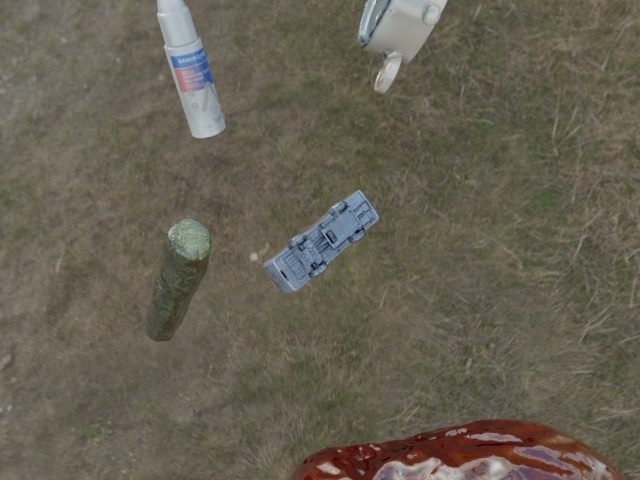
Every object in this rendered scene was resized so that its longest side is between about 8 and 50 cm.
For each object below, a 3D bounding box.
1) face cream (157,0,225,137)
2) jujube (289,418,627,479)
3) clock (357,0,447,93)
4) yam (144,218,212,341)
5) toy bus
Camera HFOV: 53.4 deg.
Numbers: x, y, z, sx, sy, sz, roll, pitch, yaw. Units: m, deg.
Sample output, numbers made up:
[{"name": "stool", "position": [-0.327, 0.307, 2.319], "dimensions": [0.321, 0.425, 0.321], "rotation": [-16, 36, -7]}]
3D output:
[{"name": "face cream", "position": [-0.117, -0.157, 0.565], "dimensions": [0.034, 0.130, 0.034], "rotation": [-9, 32, 6]}, {"name": "jujube", "position": [0.095, 0.213, 0.434], "dimensions": [0.255, 0.190, 0.190], "rotation": [14, 66, -7]}, {"name": "clock", "position": [0.095, -0.273, 0.695], "dimensions": [0.063, 0.155, 0.229], "rotation": [21, 88, -10]}, {"name": "yam", "position": [-0.195, 0.066, 0.843], "dimensions": [0.061, 0.274, 0.061], "rotation": [12, 54, -17]}, {"name": "toy bus", "position": [0.000, 0.000, 0.915], "dimensions": [0.190, 0.075, 0.064], "rotation": [-40, 100, -29]}]
